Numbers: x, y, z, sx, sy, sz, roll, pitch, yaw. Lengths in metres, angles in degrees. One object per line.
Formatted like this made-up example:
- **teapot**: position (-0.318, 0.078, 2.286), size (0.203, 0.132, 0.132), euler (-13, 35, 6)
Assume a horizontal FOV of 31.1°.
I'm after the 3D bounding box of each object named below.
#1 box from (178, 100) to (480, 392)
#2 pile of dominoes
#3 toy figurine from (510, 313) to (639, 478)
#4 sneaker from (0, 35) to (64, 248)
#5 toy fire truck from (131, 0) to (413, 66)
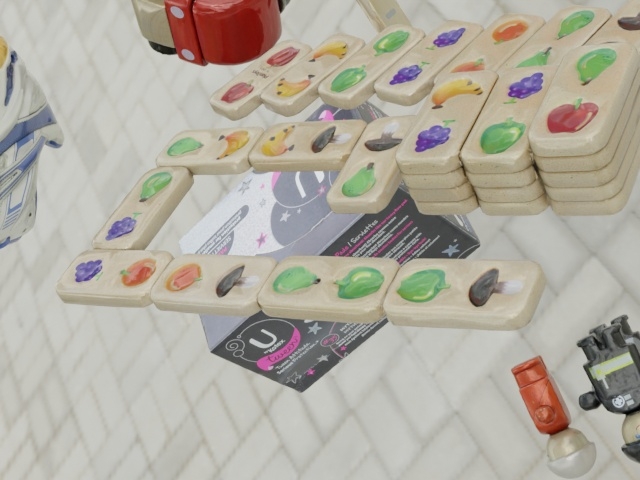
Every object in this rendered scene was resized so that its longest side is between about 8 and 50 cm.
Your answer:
- **box**: position (0.000, 0.000, 1.132), size (0.247, 0.142, 0.163), euler (-41, 45, 19)
- **pile of dominoes**: position (0.015, -0.050, 0.501), size (0.251, 0.040, 0.196), euler (1, 45, 34)
- **toy figurine**: position (0.346, 0.163, 1.282), size (0.213, 0.210, 0.148), euler (-38, 75, 57)
- **sneaker**: position (-0.275, -0.016, 0.877), size (0.112, 0.131, 0.296), euler (0, 54, 30)
- **toy fire truck**: position (-0.036, -0.250, 1.147), size (0.246, 0.158, 0.217), euler (21, 60, 18)
